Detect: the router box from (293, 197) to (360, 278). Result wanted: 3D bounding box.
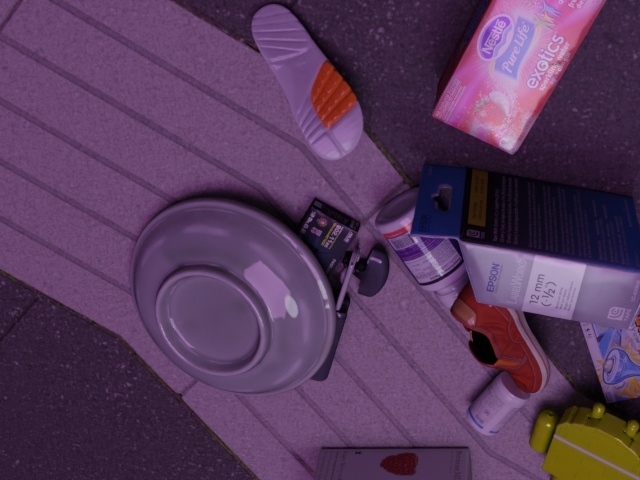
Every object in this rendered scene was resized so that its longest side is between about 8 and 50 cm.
[{"bbox_3d":[0.000,0.000,1.822,0.092,0.038,0.122,28,120,-6],"label":"router box"}]

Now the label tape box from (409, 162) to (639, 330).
[{"bbox_3d":[0.314,0.002,1.642,0.348,0.249,0.115,9,120,5],"label":"label tape box"}]

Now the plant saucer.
[{"bbox_3d":[-0.173,0.124,1.847,0.401,0.100,0.400,10,120,17],"label":"plant saucer"}]

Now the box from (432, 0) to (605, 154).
[{"bbox_3d":[0.292,-0.299,1.535,0.142,0.154,0.300,24,121,-4],"label":"box"}]

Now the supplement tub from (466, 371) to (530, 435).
[{"bbox_3d":[0.321,0.296,1.910,0.071,0.071,0.107,32,119,-8],"label":"supplement tub"}]

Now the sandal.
[{"bbox_3d":[-0.015,-0.254,1.670,0.102,0.076,0.265,-29,90,8],"label":"sandal"}]

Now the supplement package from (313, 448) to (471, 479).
[{"bbox_3d":[0.140,0.513,2.003,0.293,0.177,0.175,-3,118,11],"label":"supplement package"}]

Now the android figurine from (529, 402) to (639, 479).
[{"bbox_3d":[0.493,0.386,1.884,0.248,0.056,0.273,25,141,20],"label":"android figurine"}]

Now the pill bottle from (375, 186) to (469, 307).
[{"bbox_3d":[0.185,0.015,1.757,0.108,0.108,0.193,-28,111,23],"label":"pill bottle"}]

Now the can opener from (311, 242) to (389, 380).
[{"bbox_3d":[0.048,0.132,1.867,0.095,0.076,0.283,17,122,2],"label":"can opener"}]

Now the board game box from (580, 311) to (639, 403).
[{"bbox_3d":[0.535,0.181,1.826,0.136,0.035,0.201,-16,115,19],"label":"board game box"}]

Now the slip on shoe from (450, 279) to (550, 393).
[{"bbox_3d":[0.298,0.170,1.768,0.101,0.123,0.331,-43,139,-6],"label":"slip on shoe"}]
